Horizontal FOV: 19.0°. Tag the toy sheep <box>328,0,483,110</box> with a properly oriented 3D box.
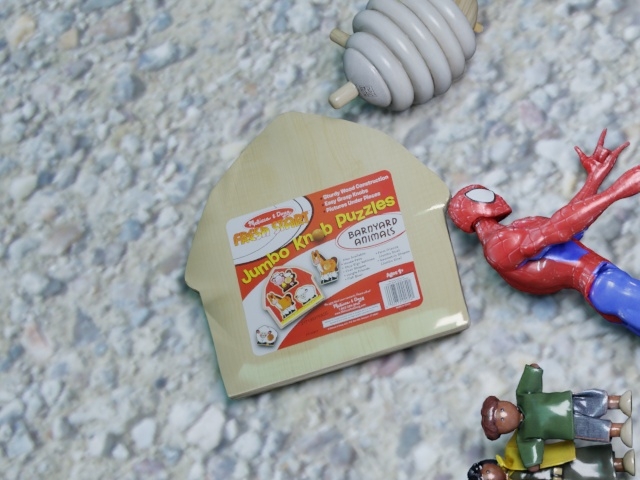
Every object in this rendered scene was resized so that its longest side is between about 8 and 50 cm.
[{"bbox_3d":[0.057,-0.133,1.320,0.132,0.091,0.091,-42,63,-10],"label":"toy sheep"}]

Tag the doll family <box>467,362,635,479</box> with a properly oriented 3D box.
[{"bbox_3d":[0.137,0.176,1.171,0.111,0.076,0.193,-2,70,11],"label":"doll family"}]

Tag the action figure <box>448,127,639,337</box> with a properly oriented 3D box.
[{"bbox_3d":[0.215,0.009,1.209,0.280,0.091,0.139,28,85,24],"label":"action figure"}]

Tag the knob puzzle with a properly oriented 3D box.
[{"bbox_3d":[0.000,0.000,1.310,0.213,0.030,0.213,-6,67,15],"label":"knob puzzle"}]
